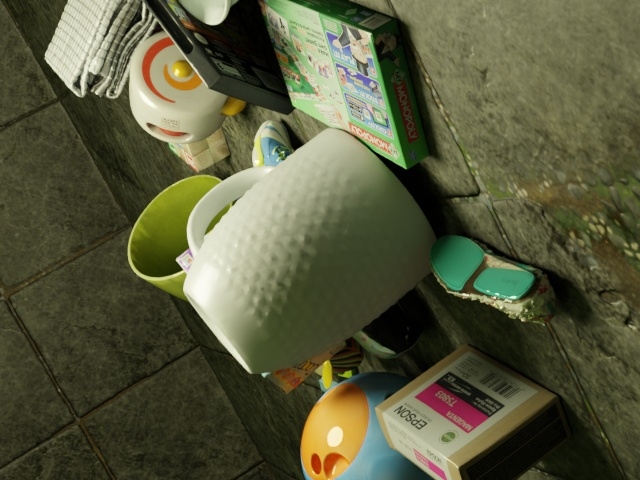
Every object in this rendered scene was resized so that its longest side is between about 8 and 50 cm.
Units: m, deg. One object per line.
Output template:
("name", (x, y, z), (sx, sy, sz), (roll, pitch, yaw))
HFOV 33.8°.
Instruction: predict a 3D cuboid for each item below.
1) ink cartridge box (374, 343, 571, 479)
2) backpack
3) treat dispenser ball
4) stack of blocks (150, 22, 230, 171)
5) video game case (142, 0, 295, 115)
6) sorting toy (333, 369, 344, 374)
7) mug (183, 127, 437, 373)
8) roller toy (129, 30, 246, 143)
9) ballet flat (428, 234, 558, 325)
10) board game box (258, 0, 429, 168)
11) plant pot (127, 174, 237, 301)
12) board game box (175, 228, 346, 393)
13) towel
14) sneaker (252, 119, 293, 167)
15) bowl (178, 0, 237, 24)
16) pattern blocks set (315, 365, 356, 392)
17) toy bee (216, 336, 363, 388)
("ink cartridge box", (0.226, 0.274, 1.593), (0.234, 0.193, 0.088), (27, 144, 57))
("backpack", (0.095, 0.115, 1.800), (0.182, 0.152, 0.115), (45, 166, 3))
("treat dispenser ball", (0.106, 0.385, 1.931), (0.288, 0.288, 0.288), (50, 160, 26))
("stack of blocks", (-0.303, -0.311, 2.219), (0.171, 0.087, 0.297), (40, 155, 44))
("video game case", (-0.171, -0.319, 1.697), (0.248, 0.035, 0.275), (53, -162, 17))
("sorting toy", (-0.030, 0.161, 2.120), (0.274, 0.132, 0.046), (40, 133, -21))
("mug", (-0.058, 0.011, 1.628), (0.374, 0.328, 0.276), (41, 165, 40))
("roller toy", (-0.259, -0.288, 1.972), (0.209, 0.191, 0.146), (55, 161, 12))
("ballet flat", (0.232, 0.060, 1.426), (0.077, 0.091, 0.241), (43, 175, -30))
("board game box", (0.026, -0.249, 1.521), (0.317, 0.046, 0.213), (36, 152, 50))
("plant pot", (-0.238, 0.048, 2.387), (0.275, 0.275, 0.293), (39, 173, 46))
("board game box", (-0.103, 0.108, 1.844), (0.275, 0.142, 0.144), (50, 178, 24))
("towel", (-0.410, -0.422, 2.052), (0.121, 0.284, 0.235), (19, -168, -33))
("sneaker", (-0.047, -0.111, 1.838), (0.126, 0.091, 0.240), (-19, 67, 39))
("bowl", (-0.163, -0.474, 1.517), (0.298, 0.134, 0.298), (50, 161, 25))
("pattern blocks set", (-0.041, 0.224, 2.357), (0.285, 0.026, 0.325), (30, 149, 19))
("toy bee", (-0.015, 0.182, 1.966), (0.162, 0.298, 0.195), (-37, 70, 40))
